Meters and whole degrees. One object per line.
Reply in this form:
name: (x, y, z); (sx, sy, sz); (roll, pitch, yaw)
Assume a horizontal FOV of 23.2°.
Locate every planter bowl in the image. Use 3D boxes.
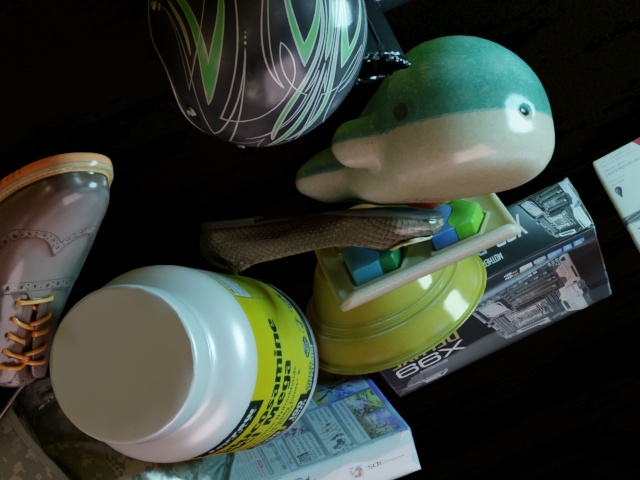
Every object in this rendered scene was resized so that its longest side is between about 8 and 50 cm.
planter bowl: (0.061, 0.039, 1.678); (0.217, 0.217, 0.090); (-26, 118, 4)

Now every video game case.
video game case: (-0.034, 0.245, 1.879); (0.244, 0.061, 0.269); (-21, -162, -8)

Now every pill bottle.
pill bottle: (-0.131, 0.121, 1.527); (0.188, 0.188, 0.334); (-30, 169, 12)

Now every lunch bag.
lunch bag: (-0.270, 0.282, 1.688); (0.287, 0.169, 0.235); (26, 132, -24)

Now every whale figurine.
whale figurine: (0.092, -0.107, 1.477); (0.216, 0.141, 0.272); (0, 169, -40)

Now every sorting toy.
sorting toy: (0.088, -0.014, 1.590); (0.193, 0.208, 0.038); (-24, 113, 0)

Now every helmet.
helmet: (-0.043, -0.159, 1.193); (0.169, 0.161, 0.169); (-19, 153, -10)

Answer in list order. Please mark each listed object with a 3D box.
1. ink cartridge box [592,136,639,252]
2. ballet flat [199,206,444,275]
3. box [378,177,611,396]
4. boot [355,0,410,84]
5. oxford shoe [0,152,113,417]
ink cartridge box: (0.396, -0.044, 1.785); (0.109, 0.150, 0.063); (-28, 154, 8)
ballet flat: (0.000, 0.000, 1.536); (0.250, 0.058, 0.084); (-4, -178, 13)
box: (0.193, 0.065, 1.901); (0.307, 0.076, 0.242); (-26, 154, 4)
boot: (0.047, -0.182, 1.296); (0.121, 0.099, 0.045); (-7, 151, -30)
oxford shoe: (-0.271, 0.056, 1.436); (0.130, 0.133, 0.363); (-3, 147, -35)
